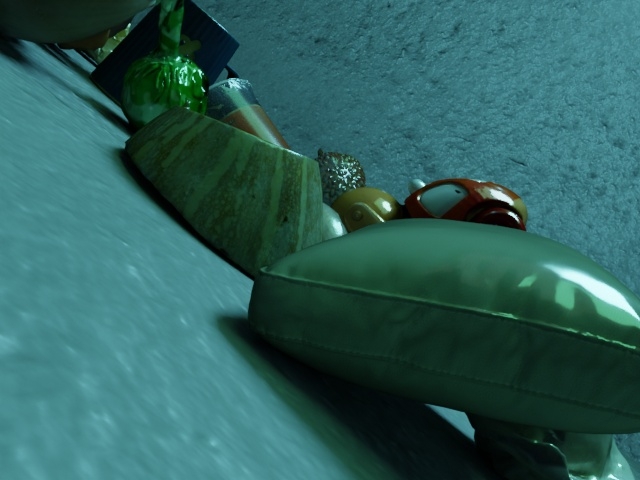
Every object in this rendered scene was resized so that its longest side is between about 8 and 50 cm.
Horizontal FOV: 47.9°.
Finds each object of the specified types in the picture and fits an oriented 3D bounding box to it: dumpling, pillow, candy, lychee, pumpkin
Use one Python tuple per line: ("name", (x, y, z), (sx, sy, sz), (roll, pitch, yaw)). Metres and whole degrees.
("dumpling", (0.179, 0.161, 0.602), (0.188, 0.108, 0.127), (42, 28, 20))
("pillow", (0.108, 0.045, 0.535), (0.255, 0.119, 0.322), (10, 7, 13))
("candy", (-0.149, -0.250, 0.724), (0.097, 0.323, 0.097), (9, 27, -4))
("lychee", (0.024, -0.138, 1.680), (0.197, 0.165, 0.165), (69, 14, 17))
("pumpkin", (-0.066, -0.052, 0.645), (0.217, 0.110, 0.217), (35, 10, -7))

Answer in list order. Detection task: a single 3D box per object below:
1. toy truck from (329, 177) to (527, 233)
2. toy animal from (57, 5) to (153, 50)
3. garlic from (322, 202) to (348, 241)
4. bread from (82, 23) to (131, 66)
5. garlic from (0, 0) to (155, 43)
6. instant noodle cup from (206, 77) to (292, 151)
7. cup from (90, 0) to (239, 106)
("toy truck", (0.149, -0.013, 1.035), (0.239, 0.265, 0.189), (52, 6, 14))
("toy animal", (-0.292, -0.348, 0.926), (0.169, 0.195, 0.281), (28, 25, -11))
("garlic", (0.004, -0.007, 0.926), (0.084, 0.066, 0.152), (39, 2, -35))
("bread", (-0.317, -0.333, 1.059), (0.154, 0.136, 0.054), (43, -13, -8))
("garlic", (-0.313, -0.284, 0.664), (0.325, 0.132, 0.279), (36, 7, -20))
("instant noodle cup", (-0.095, -0.108, 0.882), (0.135, 0.127, 0.127), (50, 7, 14))
("cup", (-0.179, -0.218, 0.932), (0.176, 0.155, 0.131), (33, 9, -42))
